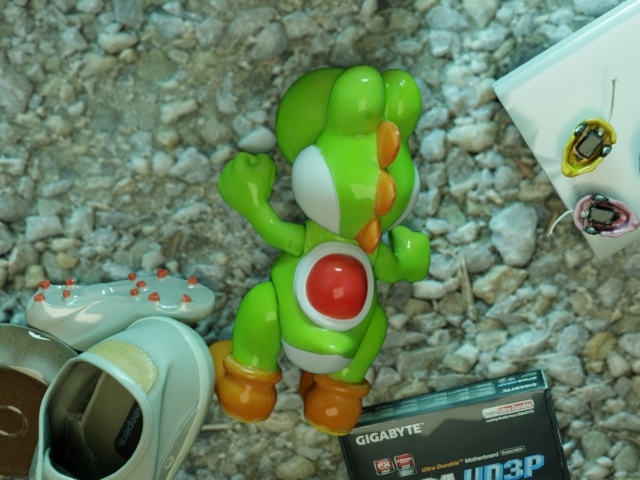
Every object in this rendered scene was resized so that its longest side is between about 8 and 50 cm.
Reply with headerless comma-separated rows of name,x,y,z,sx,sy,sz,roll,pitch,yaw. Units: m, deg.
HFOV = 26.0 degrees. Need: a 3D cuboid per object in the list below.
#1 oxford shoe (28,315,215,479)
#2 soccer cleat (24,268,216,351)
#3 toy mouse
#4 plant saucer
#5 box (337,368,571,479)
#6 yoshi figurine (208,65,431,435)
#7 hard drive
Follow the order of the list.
oxford shoe,-0.237,0.279,1.342,0.169,0.130,0.449,29,107,27
soccer cleat,-0.199,0.076,1.398,0.196,0.068,0.076,-2,118,7
toy mouse,0.286,-0.053,1.300,0.143,0.031,0.161,32,106,-6
plant saucer,-0.315,0.176,1.419,0.198,0.036,0.199,4,121,6
box,0.144,0.241,1.427,0.220,0.051,0.175,-13,105,7
yoshi figurine,0.003,-0.011,1.321,0.203,0.203,0.362,29,116,25
hard drive,0.346,-0.143,1.310,0.307,0.040,0.203,-32,102,11
